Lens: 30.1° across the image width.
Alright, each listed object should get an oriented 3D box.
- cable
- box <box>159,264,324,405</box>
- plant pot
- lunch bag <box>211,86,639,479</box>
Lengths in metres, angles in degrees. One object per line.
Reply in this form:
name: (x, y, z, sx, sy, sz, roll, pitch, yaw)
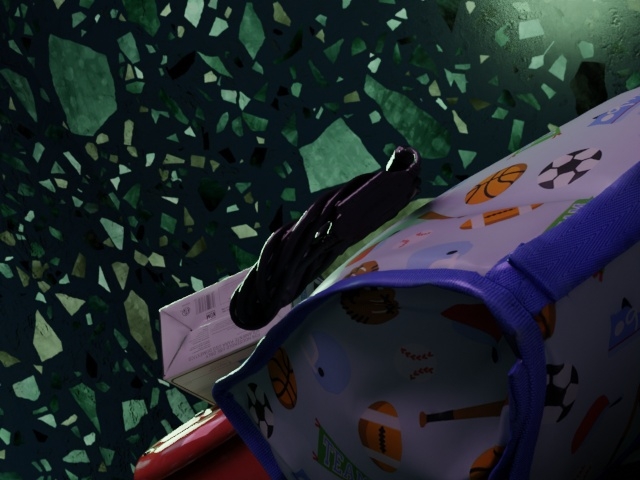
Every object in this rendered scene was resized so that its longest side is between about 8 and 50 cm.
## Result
cable: (0.000, 0.000, 0.901, 0.184, 0.047, 0.150, -41, -2, -14)
box: (-0.023, 0.135, 1.311, 0.169, 0.087, 0.290, -24, -36, 22)
plant pot: (-0.079, 0.253, 1.192, 0.191, 0.174, 0.191, -31, 0, 0)
lunch bag: (0.147, 0.060, 0.883, 0.328, 0.239, 0.385, -33, -11, -34)
